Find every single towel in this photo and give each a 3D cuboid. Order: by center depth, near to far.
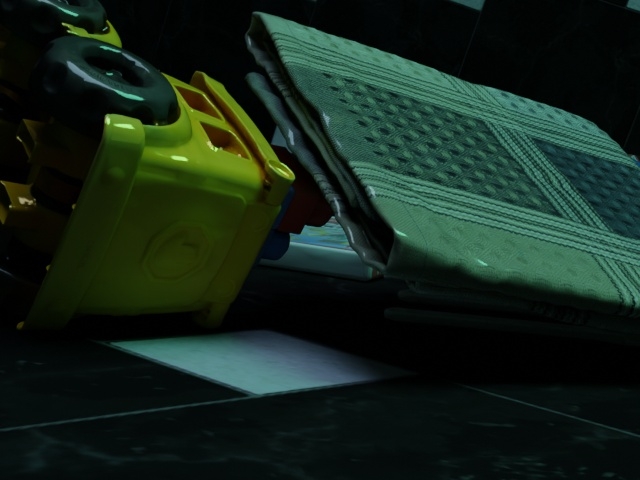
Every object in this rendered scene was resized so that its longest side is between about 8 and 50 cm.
[{"bbox_3d":[0.116,-0.030,0.809,0.324,0.056,0.312,15,27,-27],"label":"towel"}]

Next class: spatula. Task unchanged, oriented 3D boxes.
[{"bbox_3d":[0.164,0.053,0.887,0.242,0.019,0.168,5,12,1],"label":"spatula"}]

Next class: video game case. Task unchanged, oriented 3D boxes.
[{"bbox_3d":[0.000,0.000,1.164,0.204,0.025,0.285,8,7,21],"label":"video game case"}]

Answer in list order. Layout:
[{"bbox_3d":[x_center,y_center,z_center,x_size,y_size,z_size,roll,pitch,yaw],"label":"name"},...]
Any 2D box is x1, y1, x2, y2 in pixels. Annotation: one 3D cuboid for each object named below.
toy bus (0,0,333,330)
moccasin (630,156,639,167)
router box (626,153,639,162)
[{"bbox_3d":[-0.105,-0.052,0.753,0.211,0.149,0.220,7,31,-36],"label":"toy bus"},{"bbox_3d":[0.242,-0.014,1.081,0.137,0.117,0.342,15,16,-14],"label":"moccasin"},{"bbox_3d":[0.334,-0.047,1.485,0.038,0.092,0.122,5,-9,-19],"label":"router box"}]
